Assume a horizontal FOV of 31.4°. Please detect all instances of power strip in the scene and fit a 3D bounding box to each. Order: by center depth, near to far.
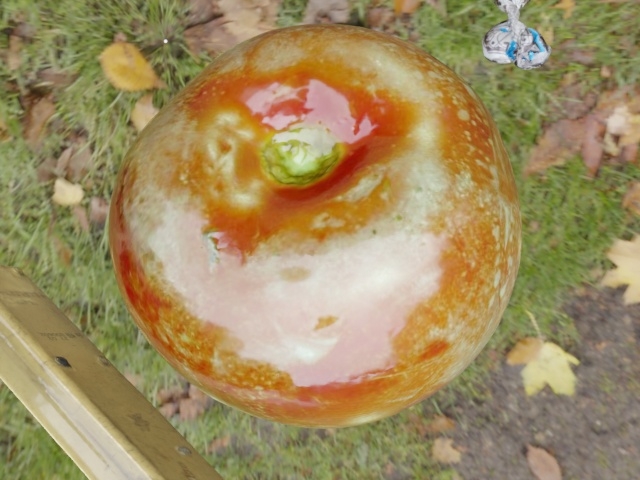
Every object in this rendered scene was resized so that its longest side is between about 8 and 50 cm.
[{"bbox_3d":[-0.139,0.109,0.705,0.305,0.064,0.044,40,103,25],"label":"power strip"}]

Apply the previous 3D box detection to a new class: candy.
[{"bbox_3d":[0.230,-0.301,1.325,0.051,0.094,0.226,23,60,-48],"label":"candy"}]

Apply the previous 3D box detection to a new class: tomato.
[{"bbox_3d":[0.000,0.000,0.768,0.270,0.270,0.223,-23,144,-3],"label":"tomato"}]
